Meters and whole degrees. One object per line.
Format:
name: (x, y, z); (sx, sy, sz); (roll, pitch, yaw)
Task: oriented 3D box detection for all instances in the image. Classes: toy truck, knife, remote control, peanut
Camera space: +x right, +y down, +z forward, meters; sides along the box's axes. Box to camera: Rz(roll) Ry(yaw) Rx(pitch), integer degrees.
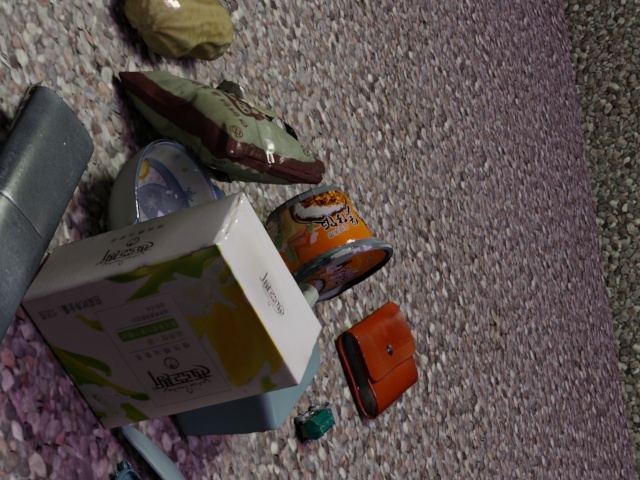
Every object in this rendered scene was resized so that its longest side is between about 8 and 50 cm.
toy truck: (-0.002, 0.255, 2.072); (0.083, 0.044, 0.039); (-32, 107, -64)
knife: (-0.160, 0.293, 1.733); (0.260, 0.035, 0.063); (57, 13, -26)
remote control: (-0.328, -0.005, 1.529); (0.107, 0.044, 0.377); (60, 31, -36)
peanut: (-0.183, -0.293, 1.979); (0.214, 0.090, 0.098); (2, 61, -63)

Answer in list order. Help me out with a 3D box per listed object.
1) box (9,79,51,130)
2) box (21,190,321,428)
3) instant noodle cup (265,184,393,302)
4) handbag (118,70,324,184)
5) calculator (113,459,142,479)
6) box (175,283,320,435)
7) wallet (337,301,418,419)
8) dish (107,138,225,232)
box: (-0.319, -0.136, 1.679); (0.054, 0.024, 0.083); (58, 28, -34)
box: (-0.159, 0.080, 1.596); (0.194, 0.260, 0.111); (60, 27, -25)
instant noodle cup: (0.000, 0.000, 2.106); (0.178, 0.208, 0.125); (-17, 72, -26)
handbag: (-0.127, -0.144, 1.911); (0.235, 0.213, 0.127); (13, 105, -60)
calculator: (-0.198, 0.316, 1.657); (0.141, 0.019, 0.094); (64, 26, -16)
box: (-0.097, 0.142, 1.819); (0.227, 0.162, 0.130); (-54, 134, -60)
wallet: (0.096, 0.185, 2.317); (0.204, 0.045, 0.142); (-26, 99, -65)
dish: (-0.197, -0.002, 1.775); (0.236, 0.086, 0.227); (19, 59, -61)
